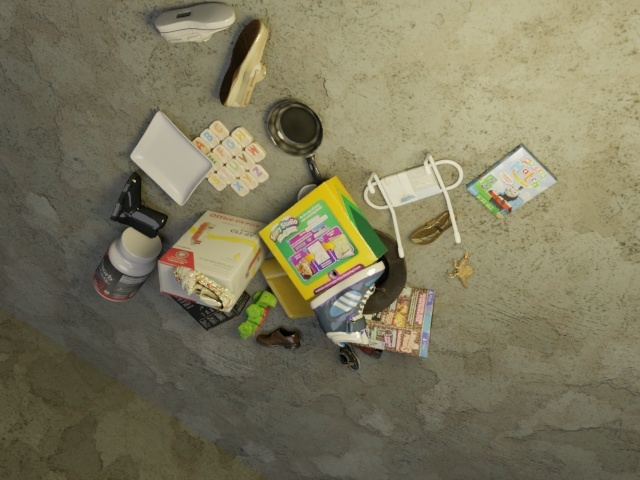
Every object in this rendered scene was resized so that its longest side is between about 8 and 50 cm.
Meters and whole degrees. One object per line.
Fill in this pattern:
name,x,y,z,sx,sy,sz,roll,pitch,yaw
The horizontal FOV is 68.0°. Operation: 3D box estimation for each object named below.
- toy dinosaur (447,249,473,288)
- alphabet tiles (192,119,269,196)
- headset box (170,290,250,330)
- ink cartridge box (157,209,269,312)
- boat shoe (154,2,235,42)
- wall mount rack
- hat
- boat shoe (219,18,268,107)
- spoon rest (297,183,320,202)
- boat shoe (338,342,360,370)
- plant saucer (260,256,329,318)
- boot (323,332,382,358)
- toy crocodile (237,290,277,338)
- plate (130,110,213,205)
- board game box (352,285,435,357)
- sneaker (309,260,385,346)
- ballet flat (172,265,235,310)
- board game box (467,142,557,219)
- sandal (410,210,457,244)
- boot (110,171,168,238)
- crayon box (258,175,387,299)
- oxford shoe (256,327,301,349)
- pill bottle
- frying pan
toy dinosaur,0.514,0.122,1.746,0.093,0.053,0.183,1,125,17
alphabet tiles,-0.337,-0.297,1.758,0.284,0.021,0.278,-29,111,34
headset box,-0.510,0.240,2.144,0.246,0.131,0.283,-30,111,34
ink cartridge box,-0.392,0.062,1.811,0.280,0.384,0.160,13,125,10
boat shoe,-0.378,-0.659,1.465,0.268,0.096,0.088,-3,152,14
wall mount rack,0.316,-0.118,1.588,0.350,0.130,0.304,-16,117,29
hat,0.185,0.107,1.782,0.332,0.134,0.330,4,100,24
boat shoe,-0.224,-0.546,1.494,0.098,0.109,0.302,3,139,-34
spoon rest,-0.016,-0.084,1.762,0.138,0.084,0.276,9,128,13
boat shoe,0.128,0.553,2.180,0.065,0.083,0.183,-12,120,27
plant saucer,-0.070,0.207,1.998,0.333,0.081,0.332,-13,119,27
boot,0.159,0.371,2.056,0.281,0.096,0.264,22,137,12
toy crocodile,-0.290,0.342,2.152,0.105,0.115,0.340,27,129,-2
plate,-0.558,-0.308,1.798,0.277,0.045,0.278,45,127,-6
board game box,0.285,0.299,1.842,0.291,0.232,0.141,7,128,15
sneaker,0.140,0.241,1.678,0.323,0.130,0.236,-34,87,18
ballet flat,-0.400,0.162,1.592,0.241,0.077,0.091,25,126,2
board game box,0.601,-0.181,1.500,0.160,0.039,0.211,40,127,-11
sandal,0.399,-0.046,1.671,0.180,0.049,0.072,-39,112,21
boot,-0.730,-0.142,1.971,0.207,0.094,0.246,25,111,-20
crayon box,0.000,0.000,1.684,0.363,0.106,0.313,-33,91,36
oxford shoe,-0.202,0.451,2.238,0.228,0.083,0.096,-3,105,21
pill bottle,-0.858,0.103,2.116,0.210,0.210,0.363,38,128,-10
frying pan,-0.035,-0.333,1.603,0.326,0.053,0.197,43,127,-13
